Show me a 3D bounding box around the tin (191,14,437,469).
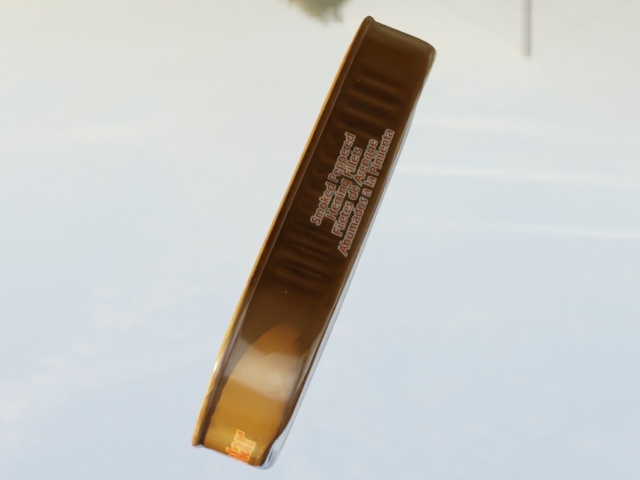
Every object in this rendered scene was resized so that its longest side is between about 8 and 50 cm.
[{"bbox_3d":[0.000,0.000,0.640,0.040,0.190,0.106,23,154,-1],"label":"tin"}]
